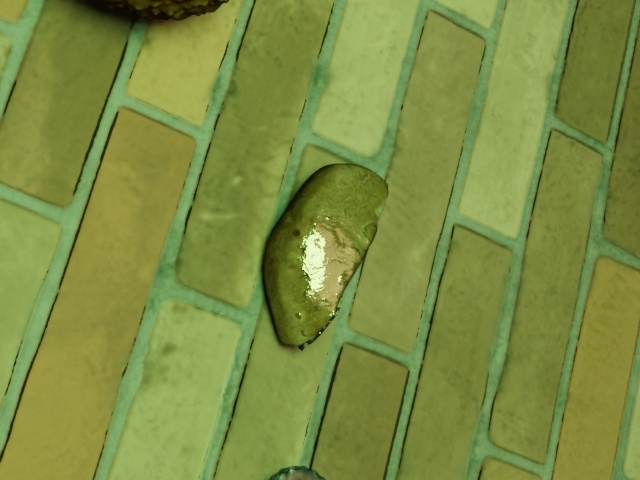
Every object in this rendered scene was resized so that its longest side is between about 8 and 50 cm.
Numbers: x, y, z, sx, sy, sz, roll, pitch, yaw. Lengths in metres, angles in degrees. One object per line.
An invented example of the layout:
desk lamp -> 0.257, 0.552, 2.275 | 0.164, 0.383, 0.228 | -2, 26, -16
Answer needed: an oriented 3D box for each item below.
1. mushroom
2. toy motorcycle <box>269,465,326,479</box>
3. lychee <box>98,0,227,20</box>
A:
mushroom -> 0.000, 0.000, 1.225 | 0.094, 0.072, 0.209 | 36, 66, -11
toy motorcycle -> 0.034, 0.313, 1.178 | 0.229, 0.094, 0.129 | 31, 69, -17
lychee -> -0.147, -0.297, 1.129 | 0.238, 0.200, 0.200 | -14, 89, -37
